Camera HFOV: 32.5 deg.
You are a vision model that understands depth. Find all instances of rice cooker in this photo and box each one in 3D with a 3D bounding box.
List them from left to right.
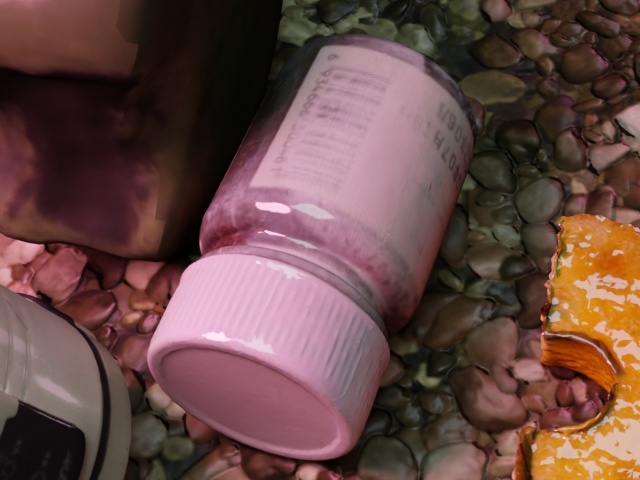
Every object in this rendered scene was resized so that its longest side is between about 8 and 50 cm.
[{"bbox_3d":[-0.243,0.122,0.667,0.226,0.244,0.226,-17,53,24],"label":"rice cooker"}]

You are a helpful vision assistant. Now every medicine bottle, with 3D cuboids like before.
[{"bbox_3d":[0.000,0.000,0.776,0.165,0.165,0.273,14,58,16],"label":"medicine bottle"}]

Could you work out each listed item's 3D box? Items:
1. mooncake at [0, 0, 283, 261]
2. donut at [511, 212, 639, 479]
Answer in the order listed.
[{"bbox_3d":[-0.150,-0.170,0.805,0.187,0.351,0.351,12,56,12],"label":"mooncake"},{"bbox_3d":[0.206,0.117,0.705,0.152,0.101,0.259,11,55,13],"label":"donut"}]
